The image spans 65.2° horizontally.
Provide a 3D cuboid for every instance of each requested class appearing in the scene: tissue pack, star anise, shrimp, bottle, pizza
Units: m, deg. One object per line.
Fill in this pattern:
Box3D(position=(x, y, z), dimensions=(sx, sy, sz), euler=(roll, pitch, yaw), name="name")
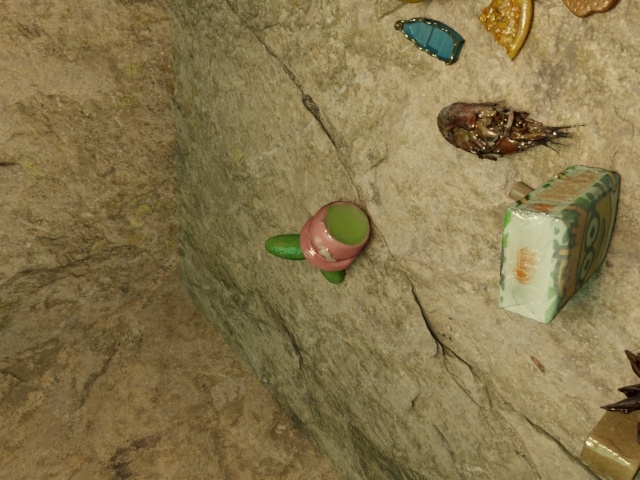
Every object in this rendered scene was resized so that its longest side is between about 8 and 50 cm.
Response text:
Box3D(position=(0.486, -0.003, 1.019), dimensions=(0.128, 0.311, 0.227), euler=(18, 123, 42), name="tissue pack")
Box3D(position=(0.730, 0.308, 1.040), dimensions=(0.213, 0.129, 0.282), euler=(26, 119, 35), name="star anise")
Box3D(position=(0.414, -0.259, 1.146), dimensions=(0.343, 0.116, 0.145), euler=(20, 137, 46), name="shrimp")
Box3D(position=(0.497, -0.098, 1.182), dimensions=(0.096, 0.045, 0.045), euler=(40, 136, 30), name="bottle")
Box3D(position=(0.402, -0.494, 1.097), dimensions=(0.131, 0.041, 0.178), euler=(36, 134, 38), name="pizza")

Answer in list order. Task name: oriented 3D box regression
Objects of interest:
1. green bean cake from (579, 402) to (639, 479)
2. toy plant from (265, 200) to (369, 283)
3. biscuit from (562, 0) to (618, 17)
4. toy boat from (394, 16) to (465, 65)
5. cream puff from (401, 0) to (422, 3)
Box3D(position=(0.678, 0.460, 1.132), dimensions=(0.109, 0.179, 0.085), euler=(26, 127, 39), name="green bean cake")
Box3D(position=(0.001, 0.001, 1.712), dimensions=(0.317, 0.210, 0.356), euler=(25, 155, -10), name="toy plant")
Box3D(position=(0.558, -0.531, 0.877), dimensions=(0.295, 0.044, 0.185), euler=(-41, 72, 52), name="biscuit")
Box3D(position=(0.266, -0.501, 1.236), dimensions=(0.185, 0.077, 0.075), euler=(47, 140, 26), name="toy boat")
Box3D(position=(0.192, -0.719, 1.090), dimensions=(0.379, 0.275, 0.378), euler=(14, 132, 16), name="cream puff")
